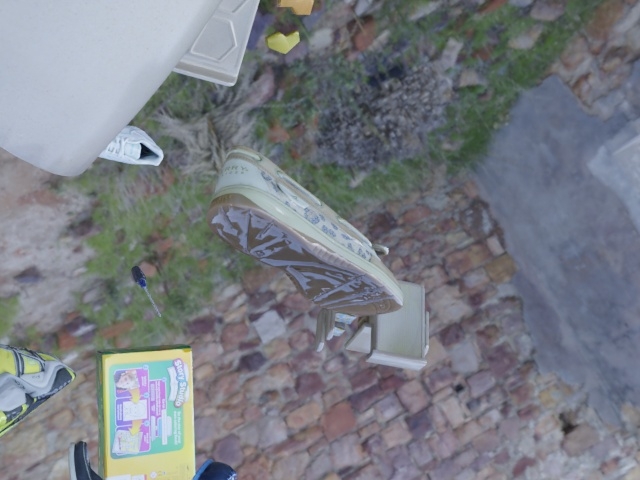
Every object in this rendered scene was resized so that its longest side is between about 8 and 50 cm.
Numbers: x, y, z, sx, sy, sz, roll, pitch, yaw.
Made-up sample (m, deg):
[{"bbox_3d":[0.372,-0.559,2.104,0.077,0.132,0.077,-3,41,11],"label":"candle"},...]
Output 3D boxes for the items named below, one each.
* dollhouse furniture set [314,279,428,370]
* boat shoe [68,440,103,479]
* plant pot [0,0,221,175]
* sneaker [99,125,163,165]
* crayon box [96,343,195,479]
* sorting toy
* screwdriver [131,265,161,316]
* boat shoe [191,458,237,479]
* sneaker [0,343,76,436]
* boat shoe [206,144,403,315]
[{"bbox_3d":[0.118,0.202,1.390,0.212,0.161,0.242,12,150,-11],"label":"dollhouse furniture set"},{"bbox_3d":[-0.352,0.432,1.106,0.079,0.233,0.084,-17,160,-21],"label":"boat shoe"},{"bbox_3d":[-0.179,-0.235,0.554,0.274,0.257,0.256,-37,169,7],"label":"plant pot"},{"bbox_3d":[-0.261,-0.127,0.867,0.152,0.061,0.054,3,112,-56],"label":"sneaker"},{"bbox_3d":[-0.323,0.338,1.273,0.165,0.279,0.081,0,175,-26],"label":"crayon box"},{"bbox_3d":[-0.175,-0.394,1.196,0.307,0.041,0.229,10,107,-27],"label":"sorting toy"},{"bbox_3d":[-0.365,0.105,1.442,0.024,0.170,0.025,-21,129,-21],"label":"screwdriver"},{"bbox_3d":[-0.114,0.348,0.701,0.109,0.088,0.259,-26,131,-66],"label":"boat shoe"},{"bbox_3d":[-0.432,0.176,0.891,0.145,0.147,0.384,-41,-179,-12],"label":"sneaker"},{"bbox_3d":[0.000,0.000,0.759,0.104,0.089,0.285,-17,141,34],"label":"boat shoe"}]
